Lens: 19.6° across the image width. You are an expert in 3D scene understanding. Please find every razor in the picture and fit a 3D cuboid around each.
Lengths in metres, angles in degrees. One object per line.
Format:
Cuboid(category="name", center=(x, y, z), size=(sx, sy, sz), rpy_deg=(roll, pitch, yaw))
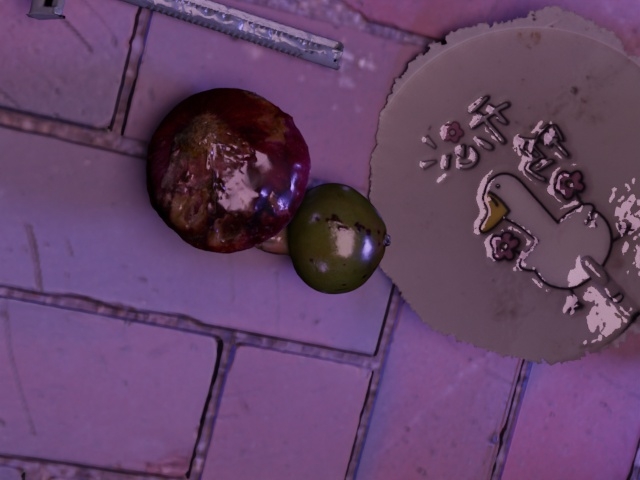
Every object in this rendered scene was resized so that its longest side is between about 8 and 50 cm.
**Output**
Cuboid(category="razor", center=(-0.081, -0.148, 1.183), size=(0.211, 0.036, 0.084), rpy_deg=(18, 76, -26))

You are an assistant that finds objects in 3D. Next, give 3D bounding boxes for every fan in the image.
Cuboid(category="fan", center=(0.198, 0.034, 1.246), size=(0.233, 0.012, 0.415), rpy_deg=(-39, 90, 10))

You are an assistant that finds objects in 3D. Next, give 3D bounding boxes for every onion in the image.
Cuboid(category="onion", center=(-0.060, -0.044, 1.181), size=(0.107, 0.097, 0.107), rpy_deg=(0, 80, 2))

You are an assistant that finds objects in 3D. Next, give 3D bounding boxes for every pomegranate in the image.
Cuboid(category="pomegranate", center=(0.002, 0.003, 1.226), size=(0.084, 0.073, 0.073), rpy_deg=(-26, 113, 26))
